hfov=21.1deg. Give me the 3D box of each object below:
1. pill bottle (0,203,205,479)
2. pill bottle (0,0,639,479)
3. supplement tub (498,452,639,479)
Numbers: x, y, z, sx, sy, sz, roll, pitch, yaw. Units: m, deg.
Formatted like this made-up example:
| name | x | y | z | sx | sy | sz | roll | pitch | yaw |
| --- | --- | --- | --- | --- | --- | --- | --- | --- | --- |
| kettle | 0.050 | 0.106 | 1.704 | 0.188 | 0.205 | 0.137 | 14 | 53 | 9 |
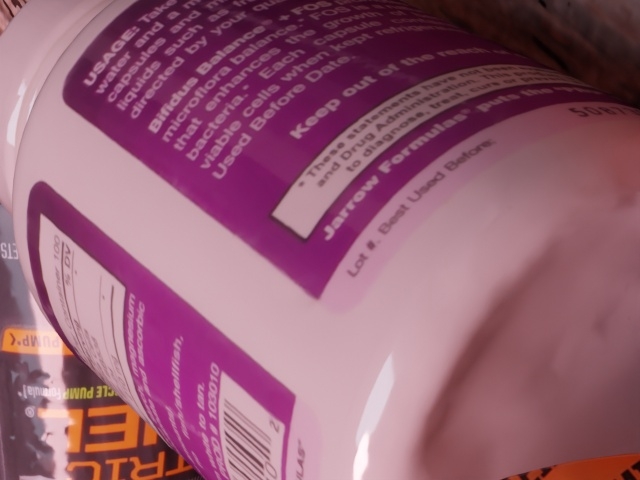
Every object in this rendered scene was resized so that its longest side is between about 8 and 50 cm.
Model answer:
| name | x | y | z | sx | sy | sz | roll | pitch | yaw |
| --- | --- | --- | --- | --- | --- | --- | --- | --- | --- |
| pill bottle | -0.096 | 0.082 | 0.797 | 0.130 | 0.130 | 0.246 | 17 | 115 | 56 |
| pill bottle | 0.000 | 0.000 | 0.572 | 0.301 | 0.169 | 0.169 | 35 | 129 | 49 |
| supplement tub | 0.077 | 0.200 | 0.286 | 0.316 | 0.193 | 0.193 | -97 | 18 | -50 |
